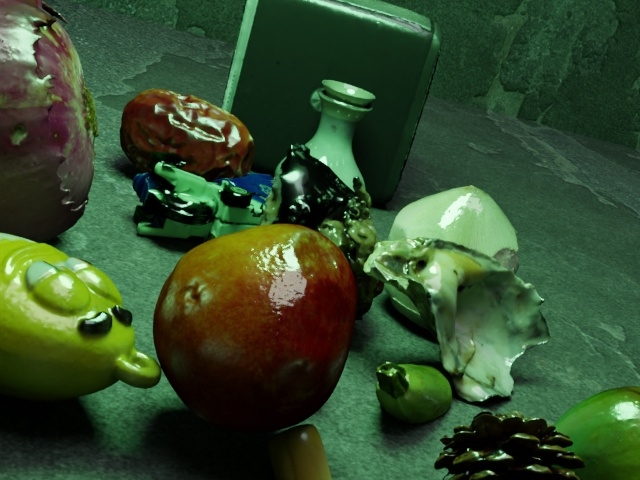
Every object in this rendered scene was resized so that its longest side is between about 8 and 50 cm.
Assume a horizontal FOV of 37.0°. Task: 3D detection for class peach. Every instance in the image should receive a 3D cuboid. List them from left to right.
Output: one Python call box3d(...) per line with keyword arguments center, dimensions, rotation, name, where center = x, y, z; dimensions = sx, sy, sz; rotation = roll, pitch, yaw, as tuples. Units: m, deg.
box3d(center=(-0.061, 0.092, 1.027), dimensions=(0.199, 0.243, 0.243), rotation=(55, -6, -38), name="peach")

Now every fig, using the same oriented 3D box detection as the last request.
box3d(center=(0.354, 0.260, 1.107), dimensions=(0.191, 0.181, 0.181), rotation=(-3, 10, 26), name="fig")

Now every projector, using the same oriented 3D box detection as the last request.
box3d(center=(0.019, -0.322, 2.021), dimensions=(0.405, 0.395, 0.242), rotation=(16, 20, 0), name="projector")

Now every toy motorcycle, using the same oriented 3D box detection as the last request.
box3d(center=(-0.154, -0.060, 1.606), dimensions=(0.331, 0.125, 0.196), rotation=(7, 20, -35), name="toy motorcycle")

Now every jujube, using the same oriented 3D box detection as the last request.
box3d(center=(-0.247, -0.179, 1.753), dimensions=(0.250, 0.174, 0.174), rotation=(17, 20, 6), name="jujube")

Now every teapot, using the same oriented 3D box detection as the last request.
box3d(center=(0.019, -0.175, 1.843), dimensions=(0.183, 0.251, 0.183), rotation=(15, 19, -5), name="teapot")

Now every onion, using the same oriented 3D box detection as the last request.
box3d(center=(-0.461, -0.176, 1.322), dimensions=(0.345, 0.358, 0.358), rotation=(15, 20, 0), name="onion")

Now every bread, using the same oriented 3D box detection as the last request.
box3d(center=(-0.021, 0.248, 1.005), dimensions=(0.062, 0.103, 0.049), rotation=(-21, -12, 28), name="bread")

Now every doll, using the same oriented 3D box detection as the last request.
box3d(center=(-0.389, 0.055, 1.059), dimensions=(0.423, 0.161, 0.348), rotation=(13, 10, -15), name="doll")

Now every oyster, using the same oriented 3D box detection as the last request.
box3d(center=(0.199, 0.105, 1.352), dimensions=(0.275, 0.100, 0.271), rotation=(-17, 79, -45), name="oyster")

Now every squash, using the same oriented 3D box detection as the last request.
box3d(center=(0.105, 0.192, 1.209), dimensions=(0.090, 0.075, 0.200), rotation=(48, 9, 23), name="squash")

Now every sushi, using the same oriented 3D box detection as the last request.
box3d(center=(0.005, 0.002, 1.407), dimensions=(0.218, 0.225, 0.238), rotation=(26, 27, 5), name="sushi")

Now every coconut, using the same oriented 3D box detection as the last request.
box3d(center=(0.211, 0.023, 1.504), dimensions=(0.224, 0.234, 0.224), rotation=(21, 19, -8), name="coconut")

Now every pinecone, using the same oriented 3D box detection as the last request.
box3d(center=(0.199, 0.262, 0.999), dimensions=(0.173, 0.174, 0.173), rotation=(15, 20, -6), name="pinecone")
